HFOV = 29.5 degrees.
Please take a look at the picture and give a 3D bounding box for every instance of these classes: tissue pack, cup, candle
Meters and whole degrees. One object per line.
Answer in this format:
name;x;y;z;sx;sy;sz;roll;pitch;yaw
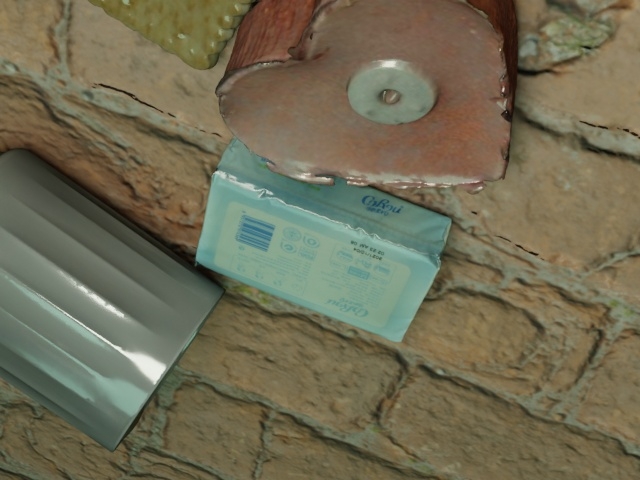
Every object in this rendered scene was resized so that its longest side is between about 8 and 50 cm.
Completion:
tissue pack;0.000;0.000;1.370;0.263;0.089;0.177;20;142;0
cup;-0.308;0.061;1.462;0.327;0.237;0.323;34;178;0
candle;0.077;-0.163;1.147;0.287;0.131;0.317;29;145;-23

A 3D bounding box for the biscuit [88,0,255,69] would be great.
biscuit;-0.128;-0.313;1.130;0.217;0.044;0.325;31;138;-9
